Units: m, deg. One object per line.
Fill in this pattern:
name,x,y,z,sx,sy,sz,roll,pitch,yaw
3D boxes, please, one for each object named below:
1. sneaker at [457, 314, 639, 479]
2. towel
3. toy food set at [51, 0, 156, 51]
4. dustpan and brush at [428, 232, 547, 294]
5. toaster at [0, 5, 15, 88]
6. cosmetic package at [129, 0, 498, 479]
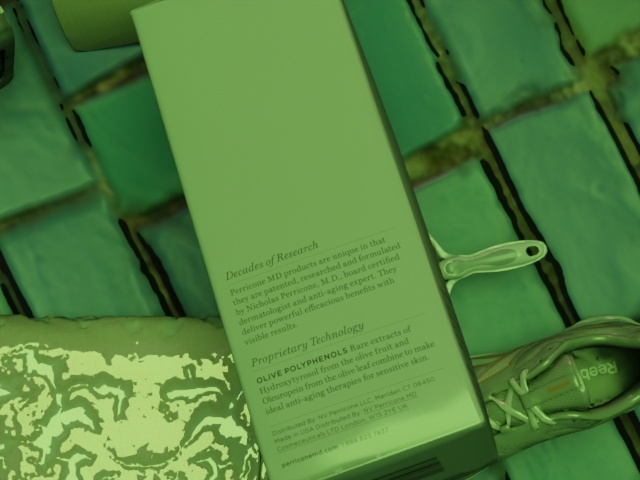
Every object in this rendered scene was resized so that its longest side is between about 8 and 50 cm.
sneaker,0.152,0.120,1.216,0.262,0.121,0.099,-23,85,-6
towel,-0.206,0.214,1.215,0.331,0.053,0.317,2,83,-5
toy food set,-0.116,-0.322,1.279,0.219,0.092,0.306,-9,82,6
dustpan and brush,0.073,0.029,1.252,0.211,0.060,0.147,-11,84,-5
toaster,-0.330,-0.141,1.195,0.168,0.185,0.110,-33,89,-15
cosmetic package,0.000,0.000,1.142,0.155,0.197,0.366,-20,71,4
